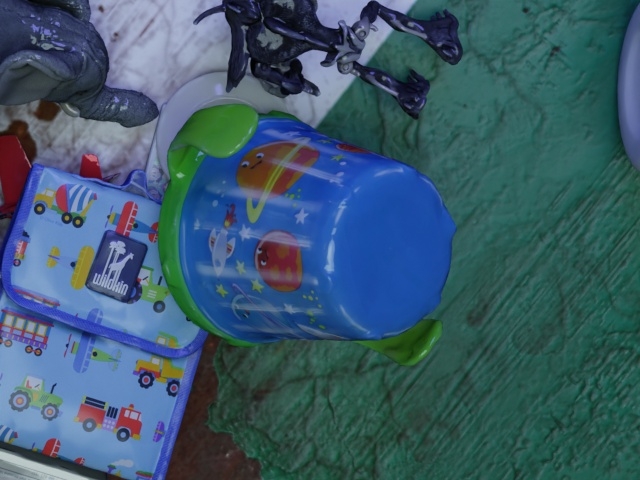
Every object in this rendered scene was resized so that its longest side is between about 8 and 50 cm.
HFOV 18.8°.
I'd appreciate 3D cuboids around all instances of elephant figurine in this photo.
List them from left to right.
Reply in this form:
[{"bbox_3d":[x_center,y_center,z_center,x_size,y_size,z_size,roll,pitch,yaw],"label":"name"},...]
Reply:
[{"bbox_3d":[-0.279,-0.187,1.859,0.239,0.186,0.169,-1,97,-3],"label":"elephant figurine"}]

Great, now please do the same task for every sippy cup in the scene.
[{"bbox_3d":[0.000,0.000,1.860,0.305,0.224,0.240,4,94,-40],"label":"sippy cup"}]

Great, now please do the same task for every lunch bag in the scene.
[{"bbox_3d":[-0.223,0.068,1.943,0.221,0.138,0.293,18,93,-13],"label":"lunch bag"}]

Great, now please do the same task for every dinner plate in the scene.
[{"bbox_3d":[-0.095,-0.100,1.956,0.141,0.017,0.141,-2,103,-8],"label":"dinner plate"}]

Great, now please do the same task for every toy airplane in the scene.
[{"bbox_3d":[-0.273,-0.040,1.958,0.151,0.028,0.151,-2,104,-8],"label":"toy airplane"}]

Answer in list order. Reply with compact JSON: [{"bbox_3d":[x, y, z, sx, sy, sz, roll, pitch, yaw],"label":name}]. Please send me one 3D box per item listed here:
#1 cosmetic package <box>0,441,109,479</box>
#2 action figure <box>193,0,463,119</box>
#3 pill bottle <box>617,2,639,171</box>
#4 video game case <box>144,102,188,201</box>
[{"bbox_3d":[-0.342,0.347,1.991,0.160,0.113,0.309,20,100,-11],"label":"cosmetic package"},{"bbox_3d":[-0.007,-0.207,1.903,0.276,0.141,0.164,17,102,-27],"label":"action figure"},{"bbox_3d":[0.483,-0.152,1.952,0.334,0.188,0.188,2,102,-8],"label":"pill bottle"},{"bbox_3d":[-0.112,-0.048,1.982,0.143,0.019,0.157,14,100,-10],"label":"video game case"}]
